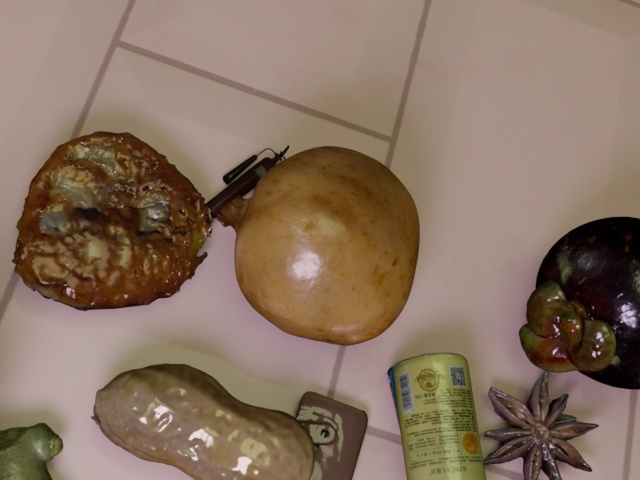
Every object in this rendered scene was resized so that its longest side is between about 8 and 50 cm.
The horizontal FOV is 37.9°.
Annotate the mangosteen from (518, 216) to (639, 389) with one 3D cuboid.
[{"bbox_3d":[0.459,0.103,1.447,0.288,0.288,0.288,5,67,-13],"label":"mangosteen"}]

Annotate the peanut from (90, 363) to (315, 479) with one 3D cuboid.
[{"bbox_3d":[-0.155,0.263,1.284,0.313,0.149,0.149,24,64,1],"label":"peanut"}]

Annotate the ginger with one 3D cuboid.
[{"bbox_3d":[-0.400,0.376,1.203,0.137,0.089,0.290,23,59,-26],"label":"ginger"}]

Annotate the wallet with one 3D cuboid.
[{"bbox_3d":[0.003,0.305,1.368,0.118,0.039,0.153,21,66,-9],"label":"wallet"}]

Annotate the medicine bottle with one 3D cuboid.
[{"bbox_3d":[0.177,0.292,1.378,0.124,0.124,0.239,-1,70,-16],"label":"medicine bottle"}]

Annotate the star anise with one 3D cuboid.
[{"bbox_3d":[0.329,0.304,1.446,0.182,0.065,0.195,-38,81,-21],"label":"star anise"}]

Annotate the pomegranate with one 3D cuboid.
[{"bbox_3d":[0.014,0.013,1.368,0.307,0.307,0.307,5,67,-13],"label":"pomegranate"}]

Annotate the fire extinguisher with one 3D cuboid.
[{"bbox_3d":[-0.123,-0.100,1.505,0.173,0.035,0.049,-40,45,-25],"label":"fire extinguisher"}]

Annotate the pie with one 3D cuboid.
[{"bbox_3d":[-0.310,-0.032,1.392,0.308,0.085,0.308,8,65,-17],"label":"pie"}]
